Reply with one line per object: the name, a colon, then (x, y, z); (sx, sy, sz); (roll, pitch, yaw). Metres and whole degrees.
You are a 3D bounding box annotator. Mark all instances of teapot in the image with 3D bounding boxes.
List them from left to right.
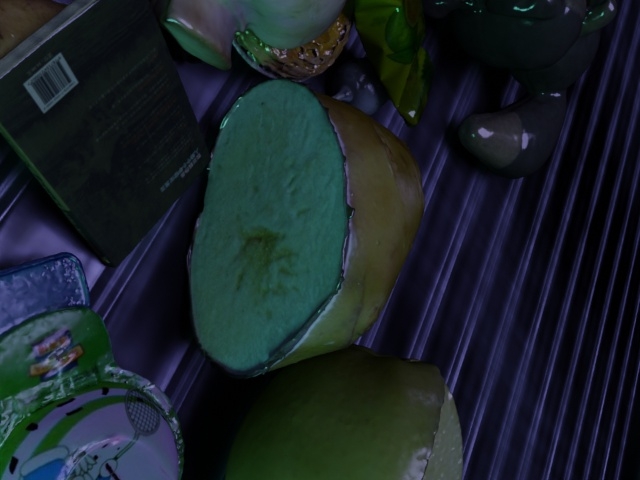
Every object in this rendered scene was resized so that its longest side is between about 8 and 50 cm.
teapot: (-0.151, -0.223, 0.620); (0.068, 0.045, 0.100); (-57, 130, -32)

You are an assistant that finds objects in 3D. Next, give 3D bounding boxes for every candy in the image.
candy: (0.088, -0.277, 0.761); (0.246, 0.069, 0.149); (66, 35, -46)

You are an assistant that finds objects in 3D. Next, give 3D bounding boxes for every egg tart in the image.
egg tart: (-0.053, -0.298, 0.692); (0.234, 0.094, 0.234); (-5, 97, -46)

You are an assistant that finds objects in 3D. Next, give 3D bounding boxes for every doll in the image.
doll: (0.344, -0.304, 1.023); (0.382, 0.252, 0.378); (1, 90, -41)

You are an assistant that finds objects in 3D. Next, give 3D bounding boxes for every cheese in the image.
cheese: (-0.215, 0.173, 0.529); (0.204, 0.083, 0.320); (-23, 108, -45)

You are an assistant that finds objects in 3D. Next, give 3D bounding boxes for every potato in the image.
potato: (0.000, 0.000, 0.649); (0.196, 0.246, 0.299); (14, 86, -44)

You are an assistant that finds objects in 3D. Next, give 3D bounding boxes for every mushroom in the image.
mushroom: (-0.027, -0.262, 0.536); (0.173, 0.162, 0.236); (24, 86, -23)

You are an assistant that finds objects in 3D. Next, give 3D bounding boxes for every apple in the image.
apple: (0.023, 0.244, 0.674); (0.295, 0.233, 0.257); (35, 68, -62)

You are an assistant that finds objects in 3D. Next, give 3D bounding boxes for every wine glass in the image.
wine glass: (0.032, -0.191, 0.797); (0.195, 0.079, 0.079); (-36, 117, -41)

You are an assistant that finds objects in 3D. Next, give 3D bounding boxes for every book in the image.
book: (-0.177, -0.094, 0.529); (0.160, 0.024, 0.228); (-54, 156, -24)

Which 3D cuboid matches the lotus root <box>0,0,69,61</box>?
lotus root: (-0.245, -0.141, 0.485); (0.258, 0.097, 0.110); (-19, 128, -56)
